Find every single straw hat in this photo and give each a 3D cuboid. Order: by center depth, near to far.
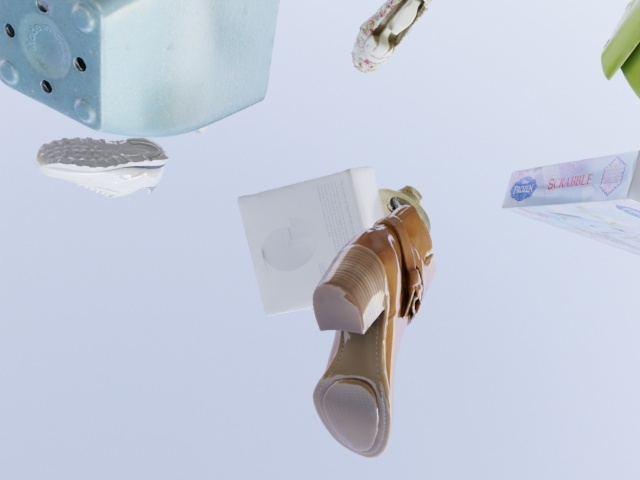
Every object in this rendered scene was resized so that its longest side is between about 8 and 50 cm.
[{"bbox_3d":[0.168,-0.071,1.592,0.145,0.144,0.061,33,-117,4],"label":"straw hat"}]

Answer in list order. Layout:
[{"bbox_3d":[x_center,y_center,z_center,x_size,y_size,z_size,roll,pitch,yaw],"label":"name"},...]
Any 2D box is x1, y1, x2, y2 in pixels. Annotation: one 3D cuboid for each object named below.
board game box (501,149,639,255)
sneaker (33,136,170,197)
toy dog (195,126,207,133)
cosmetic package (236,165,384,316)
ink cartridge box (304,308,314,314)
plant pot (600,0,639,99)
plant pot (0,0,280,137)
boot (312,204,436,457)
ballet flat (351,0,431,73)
[{"bbox_3d":[0.464,-0.031,1.117,0.319,0.318,0.065,17,-94,-14],"label":"board game box"},{"bbox_3d":[-0.364,-0.114,1.361,0.235,0.094,0.090,-3,-136,-42],"label":"sneaker"},{"bbox_3d":[-0.360,-0.406,1.915,0.220,0.333,0.161,-43,-141,-24],"label":"toy dog"},{"bbox_3d":[0.000,0.000,1.471,0.138,0.225,0.223,-19,-84,-65],"label":"cosmetic package"},{"bbox_3d":[-0.005,0.104,1.640,0.099,0.135,0.056,25,-114,22],"label":"ink cartridge box"},{"bbox_3d":[0.585,-0.333,1.275,0.207,0.228,0.227,33,-123,7],"label":"plant pot"},{"bbox_3d":[-0.214,-0.253,0.889,0.247,0.247,0.252,28,-138,16],"label":"plant pot"},{"bbox_3d":[0.076,0.110,1.032,0.109,0.283,0.220,3,-151,30],"label":"boot"},{"bbox_3d":[0.133,-0.413,1.596,0.091,0.241,0.077,23,-141,-17],"label":"ballet flat"}]
